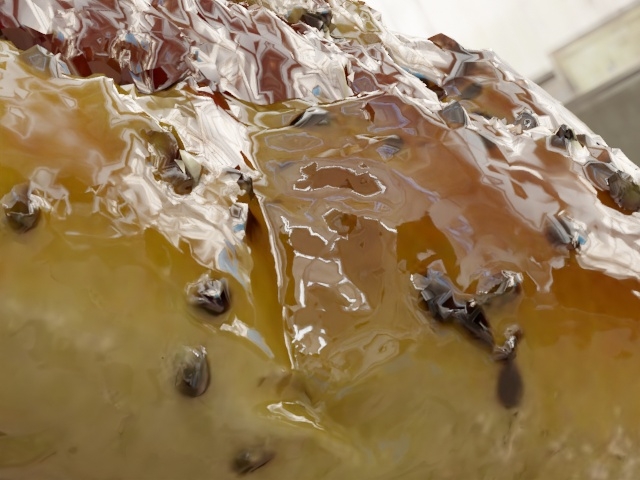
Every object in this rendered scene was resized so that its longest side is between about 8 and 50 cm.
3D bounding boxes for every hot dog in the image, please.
[{"bbox_3d":[0.000,0.000,0.638,0.196,0.365,0.367,-60,21,19],"label":"hot dog"}]
